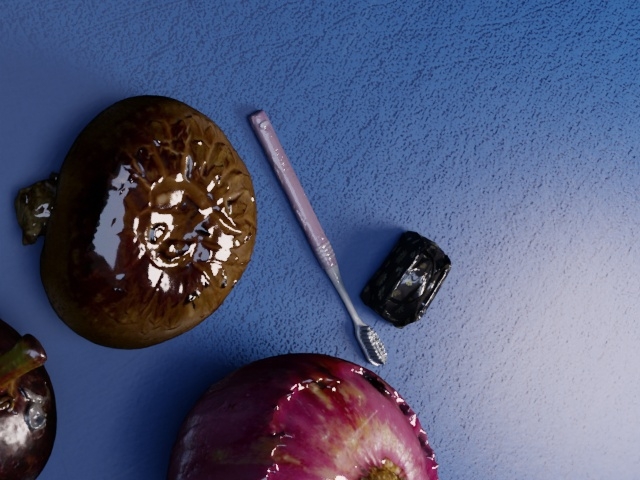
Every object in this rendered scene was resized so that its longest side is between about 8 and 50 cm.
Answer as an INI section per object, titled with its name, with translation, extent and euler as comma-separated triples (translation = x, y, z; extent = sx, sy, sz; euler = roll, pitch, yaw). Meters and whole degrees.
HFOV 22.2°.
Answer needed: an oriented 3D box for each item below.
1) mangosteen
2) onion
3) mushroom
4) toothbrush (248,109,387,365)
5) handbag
[mangosteen]
translation = -0.383, 0.173, 1.775
extent = 0.235, 0.261, 0.235
euler = 23, 50, -31
[onion]
translation = -0.028, 0.302, 1.899
extent = 0.358, 0.345, 0.358
euler = -4, 98, -34
[mushroom]
translation = -0.206, -0.019, 1.874
extent = 0.278, 0.163, 0.297
euler = 8, 93, -18
[toothbrush]
translation = 0.000, 0.000, 2.006
extent = 0.024, 0.029, 0.354
euler = -32, 102, -26
[handbag]
translation = 0.116, 0.048, 1.988
extent = 0.072, 0.139, 0.115
euler = 37, 84, -8
